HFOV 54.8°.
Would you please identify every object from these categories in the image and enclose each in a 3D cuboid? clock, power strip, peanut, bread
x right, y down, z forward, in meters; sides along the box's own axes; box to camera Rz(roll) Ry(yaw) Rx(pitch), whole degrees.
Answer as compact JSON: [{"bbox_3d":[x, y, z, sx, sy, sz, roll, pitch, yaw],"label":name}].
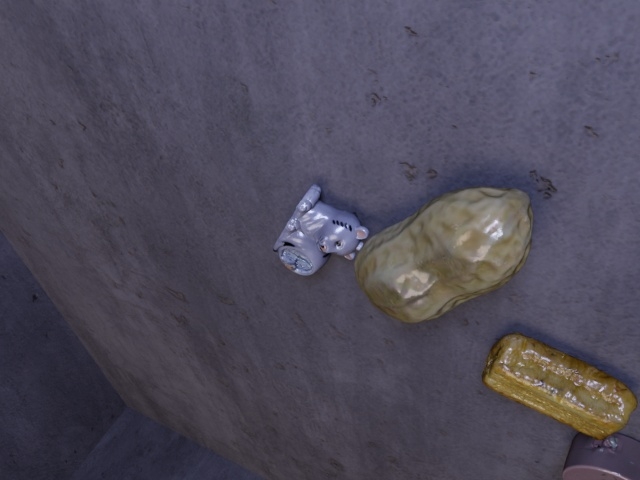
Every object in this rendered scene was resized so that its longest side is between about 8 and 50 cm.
[{"bbox_3d":[0.000,0.000,0.976,0.117,0.080,0.176,35,145,-1],"label":"clock"},{"bbox_3d":[0.487,0.388,1.027,0.154,0.078,0.154,24,145,18],"label":"power strip"},{"bbox_3d":[0.154,0.025,0.818,0.152,0.152,0.313,43,143,-11],"label":"peanut"},{"bbox_3d":[0.354,0.218,0.929,0.211,0.083,0.114,27,151,12],"label":"bread"}]
